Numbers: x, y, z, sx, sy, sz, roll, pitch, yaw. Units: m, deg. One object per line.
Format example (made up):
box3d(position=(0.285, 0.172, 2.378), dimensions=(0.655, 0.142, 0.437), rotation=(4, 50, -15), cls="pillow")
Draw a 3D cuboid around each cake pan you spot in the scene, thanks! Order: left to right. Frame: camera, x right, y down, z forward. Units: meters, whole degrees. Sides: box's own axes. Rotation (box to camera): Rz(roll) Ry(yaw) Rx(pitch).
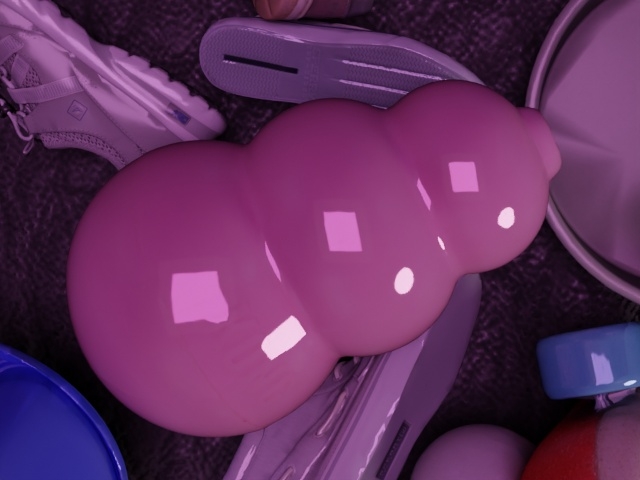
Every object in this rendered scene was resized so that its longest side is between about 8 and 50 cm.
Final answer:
box3d(position=(0.299, -0.087, 0.659), dimensions=(0.293, 0.054, 0.293), rotation=(0, 93, 3), cls="cake pan")

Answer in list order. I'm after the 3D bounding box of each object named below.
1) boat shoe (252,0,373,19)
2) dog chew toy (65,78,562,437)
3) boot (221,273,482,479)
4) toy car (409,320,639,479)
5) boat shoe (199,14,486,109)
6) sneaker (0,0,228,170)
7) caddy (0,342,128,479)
box3d(position=(-0.005, -0.297, 0.644), dimensions=(0.092, 0.103, 0.285), rotation=(4, 77, -27), cls="boat shoe")
box3d(position=(0.000, 0.000, 0.586), dimensions=(0.332, 0.206, 0.206), rotation=(-23, 92, 10), cls="dog chew toy")
box3d(position=(0.018, 0.115, 0.665), dimensions=(0.123, 0.095, 0.258), rotation=(20, 69, 33), cls="boot")
box3d(position=(0.158, 0.187, 0.643), dimensions=(0.238, 0.210, 0.219), rotation=(-16, 79, 32), cls="toy car")
box3d(position=(0.025, -0.133, 0.656), dimensions=(0.226, 0.076, 0.083), rotation=(19, 122, 1), cls="boat shoe")
box3d(position=(-0.216, -0.122, 0.654), dimensions=(0.281, 0.105, 0.115), rotation=(31, 94, 0), cls="sneaker")
box3d(position=(-0.266, 0.235, 0.636), dimensions=(0.241, 0.179, 0.341), rotation=(7, 112, 10), cls="caddy")
